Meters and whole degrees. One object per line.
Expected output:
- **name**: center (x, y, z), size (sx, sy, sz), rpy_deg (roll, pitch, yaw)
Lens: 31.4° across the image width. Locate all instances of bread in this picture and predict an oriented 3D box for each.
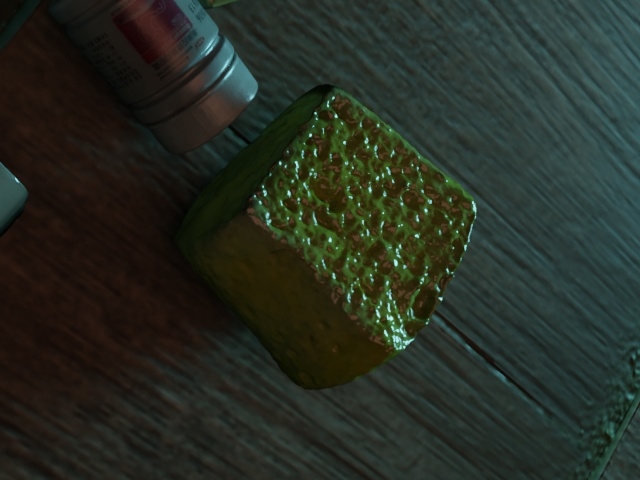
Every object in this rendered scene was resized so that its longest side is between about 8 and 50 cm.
- **bread**: center (0.000, 0.000, 0.568), size (0.114, 0.111, 0.129), rpy_deg (46, 55, -20)

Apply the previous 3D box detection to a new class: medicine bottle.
- **medicine bottle**: center (-0.078, -0.092, 0.542), size (0.058, 0.058, 0.091), rpy_deg (-47, 115, -18)

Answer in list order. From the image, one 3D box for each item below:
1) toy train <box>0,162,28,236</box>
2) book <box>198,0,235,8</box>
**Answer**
- **toy train**: center (-0.279, 0.107, 0.435), size (0.407, 0.086, 0.088), rpy_deg (-51, 119, -15)
- **book**: center (0.041, -0.269, 0.615), size (0.310, 0.021, 0.217), rpy_deg (-23, 106, -26)
